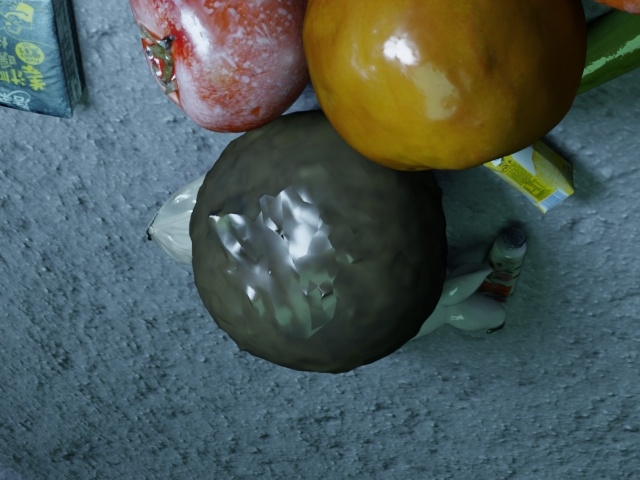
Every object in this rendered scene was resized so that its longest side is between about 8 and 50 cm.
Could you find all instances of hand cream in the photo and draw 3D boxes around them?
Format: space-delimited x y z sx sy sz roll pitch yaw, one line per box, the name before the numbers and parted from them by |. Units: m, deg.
hand cream | 0.294 0.051 2.085 0.080 0.050 0.234 12 150 2

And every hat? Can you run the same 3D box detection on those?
hat | -0.161 0.007 2.137 0.226 0.164 0.219 38 146 8

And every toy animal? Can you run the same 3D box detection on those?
toy animal | 0.137 0.108 2.123 0.325 0.154 0.208 3 145 23

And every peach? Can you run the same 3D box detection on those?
peach | 0.145 -0.247 1.520 0.343 0.343 0.302 -11 106 34

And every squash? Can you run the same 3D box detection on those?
squash | 0.344 -0.235 1.659 0.200 0.075 0.090 -25 149 19

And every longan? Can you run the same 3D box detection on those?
longan | 0.000 0.000 1.849 0.391 0.391 0.391 11 144 9

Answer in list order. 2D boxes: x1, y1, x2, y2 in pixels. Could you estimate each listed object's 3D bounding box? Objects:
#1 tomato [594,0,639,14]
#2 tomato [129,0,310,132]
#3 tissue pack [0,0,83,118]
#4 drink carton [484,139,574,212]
tomato | 0.355 -0.359 1.392 0.208 0.184 0.208 21 150 13
tomato | -0.117 -0.276 1.652 0.227 0.270 0.270 -26 144 -15
tissue pack | -0.463 -0.303 1.897 0.185 0.081 0.257 13 144 7
drink carton | 0.274 -0.127 1.822 0.200 0.084 0.074 35 131 -21
